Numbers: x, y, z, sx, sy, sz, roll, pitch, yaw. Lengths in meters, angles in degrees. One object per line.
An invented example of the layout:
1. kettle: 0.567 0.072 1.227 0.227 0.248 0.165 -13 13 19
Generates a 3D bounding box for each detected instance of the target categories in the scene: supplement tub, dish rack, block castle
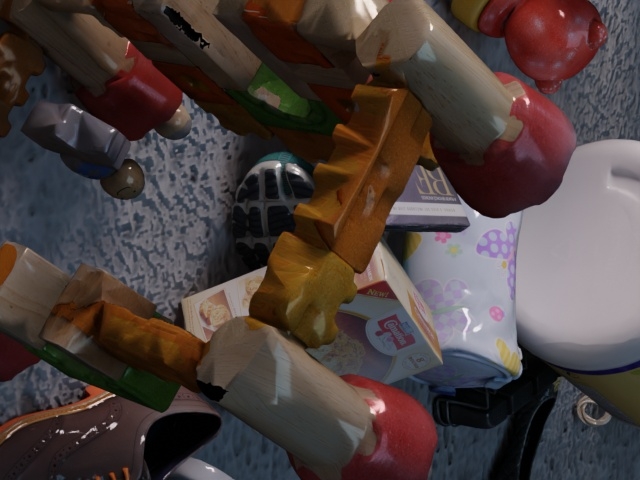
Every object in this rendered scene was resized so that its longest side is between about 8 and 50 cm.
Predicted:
1. supplement tub: 0.343 0.063 1.807 0.331 0.241 0.241 36 75 -51
2. dish rack: 0.207 0.056 1.891 0.208 0.074 0.272 -30 125 -44
3. block castle: -0.075 -0.017 1.182 0.213 0.453 0.303 39 71 -44

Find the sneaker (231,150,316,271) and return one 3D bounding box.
1. sneaker: 0.000 0.000 1.597 0.275 0.107 0.110 59 39 -51

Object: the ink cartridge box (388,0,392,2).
1. ink cartridge box: 0.054 -0.320 1.553 0.181 0.056 0.225 -9 109 -50

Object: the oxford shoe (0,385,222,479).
1. oxford shoe: -0.192 0.185 1.397 0.271 0.098 0.097 -36 130 -39

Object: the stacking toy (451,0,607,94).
1. stacking toy: 0.309 -0.291 1.698 0.279 0.130 0.309 -19 155 -47

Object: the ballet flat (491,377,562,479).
1. ballet flat: 0.248 0.226 2.026 0.057 0.049 0.173 28 81 -54

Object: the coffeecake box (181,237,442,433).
1. coffeecake box: -0.006 0.080 1.529 0.142 0.185 0.068 55 18 -47

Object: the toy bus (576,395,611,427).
1. toy bus: 0.434 0.177 2.196 0.104 0.202 0.191 88 20 -75

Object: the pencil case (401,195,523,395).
1. pencil case: 0.141 0.006 1.677 0.113 0.124 0.273 99 -4 -70

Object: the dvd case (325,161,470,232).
1. dvd case: 0.042 -0.108 1.534 0.164 0.018 0.221 1 63 -53

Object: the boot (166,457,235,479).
1. boot: -0.095 0.311 1.574 0.123 0.095 0.258 -58 143 -30
